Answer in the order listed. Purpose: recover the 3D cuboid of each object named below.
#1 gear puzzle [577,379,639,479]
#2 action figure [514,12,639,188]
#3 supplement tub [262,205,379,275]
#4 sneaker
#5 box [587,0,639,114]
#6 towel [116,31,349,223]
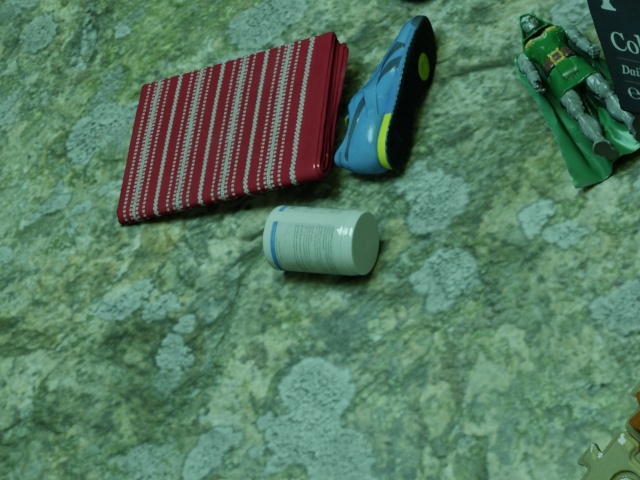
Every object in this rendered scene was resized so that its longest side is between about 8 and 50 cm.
[{"bbox_3d":[0.304,0.213,1.705,0.175,0.044,0.339,42,103,28],"label":"gear puzzle"},{"bbox_3d":[0.267,-0.170,2.084,0.137,0.063,0.232,-34,45,2],"label":"action figure"},{"bbox_3d":[0.000,0.000,2.070,0.107,0.071,0.071,5,58,28],"label":"supplement tub"},{"bbox_3d":[0.068,-0.164,2.164,0.082,0.069,0.209,1,56,30],"label":"sneaker"},{"bbox_3d":[0.466,-0.345,1.755,0.297,0.472,0.480,-39,33,-27],"label":"box"},{"bbox_3d":[-0.099,-0.123,2.216,0.275,0.031,0.199,-12,52,28],"label":"towel"}]
